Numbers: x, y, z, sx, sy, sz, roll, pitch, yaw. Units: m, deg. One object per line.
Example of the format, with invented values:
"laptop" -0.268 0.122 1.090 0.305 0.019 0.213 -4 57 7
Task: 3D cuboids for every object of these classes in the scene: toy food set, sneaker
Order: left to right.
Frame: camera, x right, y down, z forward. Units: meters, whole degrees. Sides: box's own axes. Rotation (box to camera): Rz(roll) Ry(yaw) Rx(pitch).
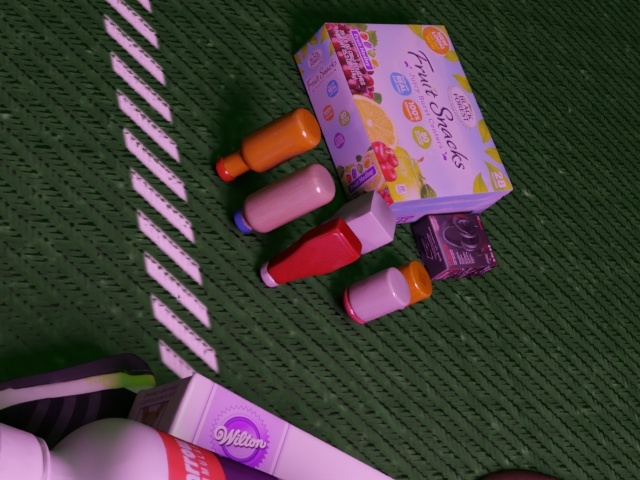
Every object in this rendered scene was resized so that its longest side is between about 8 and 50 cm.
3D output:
"sneaker" -0.204 0.153 0.958 0.235 0.084 0.097 -14 75 -41
"toy food set" 0.000 0.000 1.216 0.232 0.104 0.111 51 30 -26

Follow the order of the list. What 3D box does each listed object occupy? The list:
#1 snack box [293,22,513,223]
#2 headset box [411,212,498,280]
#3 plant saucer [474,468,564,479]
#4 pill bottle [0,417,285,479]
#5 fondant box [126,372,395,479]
"snack box" 0.087 -0.124 1.347 0.174 0.070 0.207 -6 70 -39
"headset box" 0.137 0.006 1.335 0.083 0.032 0.062 -2 67 -39
"plant saucer" 0.230 0.357 1.192 0.311 0.050 0.310 19 54 -29
"pill bottle" -0.075 0.221 0.773 0.323 0.181 0.181 27 52 -25
"fondant box" -0.071 0.296 0.923 0.238 0.096 0.330 32 59 -22
